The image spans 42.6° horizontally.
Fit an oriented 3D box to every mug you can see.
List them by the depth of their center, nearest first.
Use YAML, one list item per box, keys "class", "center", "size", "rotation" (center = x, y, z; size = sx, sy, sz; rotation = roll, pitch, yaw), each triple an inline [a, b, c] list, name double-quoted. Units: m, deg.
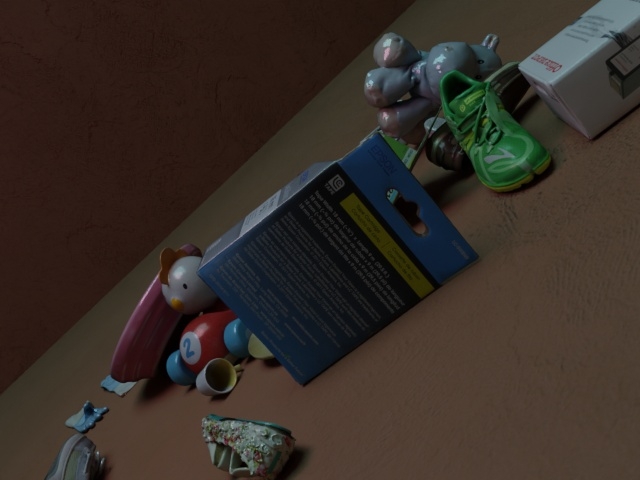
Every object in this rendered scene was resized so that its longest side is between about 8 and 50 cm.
- class: "mug"
  center: [-0.183, 0.249, 1.456]
  size: [0.064, 0.078, 0.062]
  rotation: [-37, 46, 50]

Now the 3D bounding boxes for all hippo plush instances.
- class: "hippo plush"
  center: [0.263, -0.313, 1.718]
  size: [0.294, 0.234, 0.237]
  rotation: [-2, 9, -38]

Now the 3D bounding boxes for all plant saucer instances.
- class: "plant saucer"
  center: [-0.329, 0.169, 1.768]
  size: [0.332, 0.084, 0.332]
  rotation: [-61, -4, -7]

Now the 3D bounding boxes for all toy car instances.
- class: "toy car"
  center: [-0.236, 0.121, 1.564]
  size: [0.219, 0.238, 0.210]
  rotation: [-30, 19, 37]

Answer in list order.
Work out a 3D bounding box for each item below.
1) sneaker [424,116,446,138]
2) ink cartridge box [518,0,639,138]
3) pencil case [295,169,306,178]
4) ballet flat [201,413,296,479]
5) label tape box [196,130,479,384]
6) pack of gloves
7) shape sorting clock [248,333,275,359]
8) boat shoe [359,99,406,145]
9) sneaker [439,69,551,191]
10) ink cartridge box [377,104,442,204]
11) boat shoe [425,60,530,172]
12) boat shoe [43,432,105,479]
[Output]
- class: "sneaker"
  center: [0.259, -0.188, 1.584]
  size: [0.051, 0.070, 0.134]
  rotation: [-38, 43, -19]
- class: "ink cartridge box"
  center: [0.461, -0.296, 1.246]
  size: [0.273, 0.114, 0.198]
  rotation: [-38, 15, 12]
- class: "pencil case"
  center: [0.007, -0.135, 1.957]
  size: [0.098, 0.095, 0.209]
  rotation: [-10, 0, -23]
- class: "ballet flat"
  center: [-0.115, 0.284, 1.133]
  size: [0.241, 0.091, 0.077]
  rotation: [-18, 50, 63]
- class: "label tape box"
  center: [0.024, 0.020, 1.211]
  size: [0.334, 0.240, 0.106]
  rotation: [-37, 14, 14]
- class: "pack of gloves"
  center: [-0.532, 0.369, 1.973]
  size: [0.195, 0.046, 0.232]
  rotation: [-50, 17, -24]
- class: "shape sorting clock"
  center: [-0.039, 0.133, 1.425]
  size: [0.206, 0.040, 0.206]
  rotation: [-35, 15, 11]
- class: "boat shoe"
  center: [0.193, -0.287, 1.926]
  size: [0.258, 0.084, 0.095]
  rotation: [-49, 17, -24]
- class: "sneaker"
  center: [0.260, -0.180, 1.318]
  size: [0.109, 0.123, 0.295]
  rotation: [-39, 38, 8]
- class: "ink cartridge box"
  center: [0.115, -0.133, 1.479]
  size: [0.188, 0.097, 0.255]
  rotation: [-58, -6, -45]
- class: "boat shoe"
  center: [0.309, -0.215, 1.481]
  size: [0.257, 0.095, 0.095]
  rotation: [-47, 49, -8]
- class: "boat shoe"
  center: [-0.452, 0.452, 1.485]
  size: [0.118, 0.103, 0.320]
  rotation: [-61, 9, 3]
